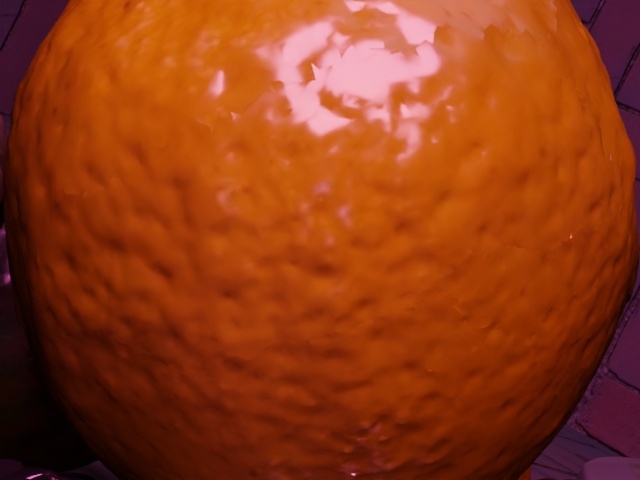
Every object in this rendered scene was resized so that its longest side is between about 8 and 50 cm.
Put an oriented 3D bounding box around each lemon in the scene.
[{"bbox_3d":[0.000,0.000,0.672,0.253,0.253,0.310,29,-38,30],"label":"lemon"}]

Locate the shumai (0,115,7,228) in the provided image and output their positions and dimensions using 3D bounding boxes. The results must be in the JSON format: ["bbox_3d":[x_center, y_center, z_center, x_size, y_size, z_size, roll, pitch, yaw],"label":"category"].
[{"bbox_3d":[-0.232,-0.035,0.562,0.346,0.217,0.283,29,0,-36],"label":"shumai"}]

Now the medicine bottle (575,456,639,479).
[{"bbox_3d":[0.270,0.247,1.267,0.179,0.124,0.324,27,4,8],"label":"medicine bottle"}]

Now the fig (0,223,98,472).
[{"bbox_3d":[-0.166,0.043,0.869,0.149,0.149,0.245,26,-10,-23],"label":"fig"}]

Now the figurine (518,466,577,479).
[{"bbox_3d":[0.054,0.144,0.944,0.332,0.204,0.185,61,9,29],"label":"figurine"}]

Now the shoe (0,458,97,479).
[{"bbox_3d":[-0.101,0.115,0.617,0.099,0.071,0.169,25,-3,38],"label":"shoe"}]
